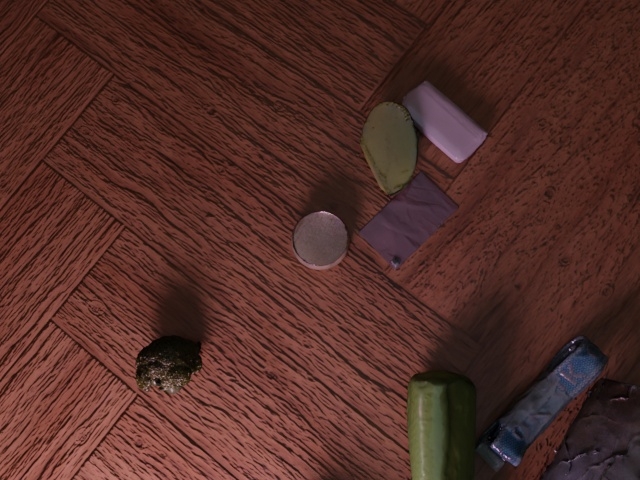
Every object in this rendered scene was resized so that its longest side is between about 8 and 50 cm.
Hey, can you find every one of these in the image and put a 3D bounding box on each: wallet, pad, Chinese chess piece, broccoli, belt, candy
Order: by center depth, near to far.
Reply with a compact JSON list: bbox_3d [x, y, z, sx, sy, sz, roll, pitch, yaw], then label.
[{"bbox_3d":[0.223,0.413,1.117,0.132,0.142,0.343,2,81,-9],"label":"candy"},{"bbox_3d":[0.414,0.305,1.146,0.072,0.087,0.302,44,86,3],"label":"belt"},{"bbox_3d":[-0.298,0.246,1.201,0.130,0.131,0.120,-5,118,-9],"label":"broccoli"},{"bbox_3d":[0.000,0.000,1.249,0.122,0.051,0.122,0,79,2],"label":"Chinese chess piece"},{"bbox_3d":[0.183,-0.043,1.265,0.188,0.006,0.113,-44,79,-4],"label":"pad"},{"bbox_3d":[0.254,-0.251,1.283,0.190,0.033,0.095,43,84,9],"label":"wallet"}]

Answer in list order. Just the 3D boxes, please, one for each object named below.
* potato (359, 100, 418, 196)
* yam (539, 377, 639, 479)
[{"bbox_3d":[0.145,-0.188,1.271,0.119,0.054,0.198,-13,84,1],"label":"potato"},{"bbox_3d":[0.501,0.432,1.057,0.241,0.241,0.348,31,81,9],"label":"yam"}]
